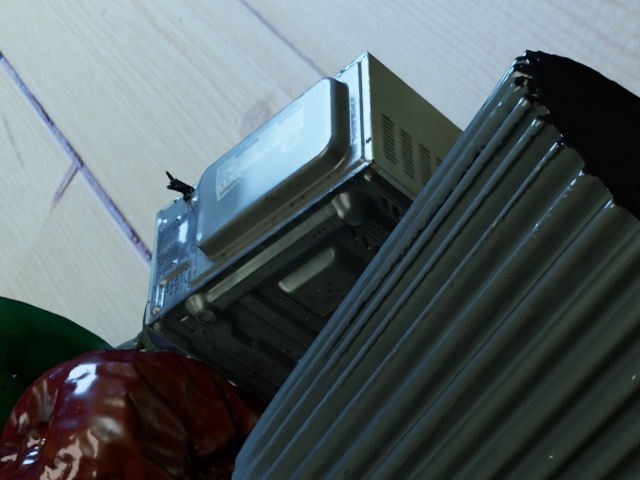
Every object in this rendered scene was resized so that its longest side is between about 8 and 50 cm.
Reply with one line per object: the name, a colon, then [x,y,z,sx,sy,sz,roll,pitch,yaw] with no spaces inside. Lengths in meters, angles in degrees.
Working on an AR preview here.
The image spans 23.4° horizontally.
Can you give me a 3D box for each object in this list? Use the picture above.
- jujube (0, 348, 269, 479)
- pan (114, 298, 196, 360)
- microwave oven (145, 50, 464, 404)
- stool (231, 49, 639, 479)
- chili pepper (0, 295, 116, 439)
jujube: [-0.129,0.194,1.166,0.213,0.232,0.213,-41,34,37]
pan: [-0.141,0.090,1.414,0.202,0.048,0.128,-42,46,24]
microwave oven: [0.000,0.000,1.196,0.240,0.194,0.145,-35,38,29]
stool: [0.136,0.102,0.951,0.330,0.297,0.297,-51,42,22]
chili pepper: [-0.290,0.166,1.384,0.248,0.256,0.233,3,61,48]
